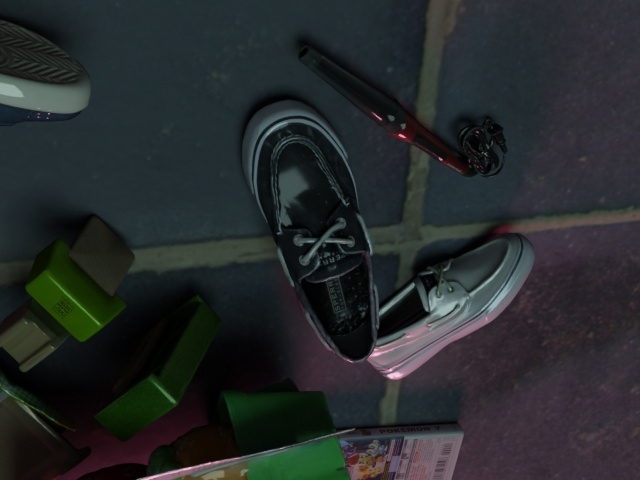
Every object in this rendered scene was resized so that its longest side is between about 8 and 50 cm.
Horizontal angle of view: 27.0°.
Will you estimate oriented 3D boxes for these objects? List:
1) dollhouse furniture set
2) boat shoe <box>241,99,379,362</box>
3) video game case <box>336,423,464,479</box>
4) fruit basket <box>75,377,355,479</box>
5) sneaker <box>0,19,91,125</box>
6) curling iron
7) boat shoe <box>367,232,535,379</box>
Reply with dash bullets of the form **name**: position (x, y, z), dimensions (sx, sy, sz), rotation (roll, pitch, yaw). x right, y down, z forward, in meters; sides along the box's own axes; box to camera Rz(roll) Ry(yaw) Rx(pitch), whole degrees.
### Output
- **dollhouse furniture set**: position (-0.287, 0.129, 1.370), dimensions (0.301, 0.151, 0.197), rotation (-36, 107, 27)
- **boat shoe**: position (0.000, 0.000, 1.359), dimensions (0.108, 0.102, 0.301), rotation (-18, 126, -7)
- **video game case**: position (0.070, 0.312, 1.636), dimensions (0.183, 0.023, 0.201), rotation (0, 123, -19)
- **fruit basket**: position (-0.156, 0.257, 1.389), dimensions (0.353, 0.165, 0.327), rotation (-8, 161, -10)
- **sneaker**: position (-0.378, -0.115, 1.146), dimensions (0.350, 0.131, 0.148), rotation (6, 119, -11)
- **curling iron**: position (0.085, -0.133, 1.346), dimensions (0.274, 0.035, 0.068), rotation (24, 107, -31)
- **boat shoe**: position (0.133, 0.066, 1.460), dimensions (0.226, 0.083, 0.076), rotation (-44, 126, 12)
